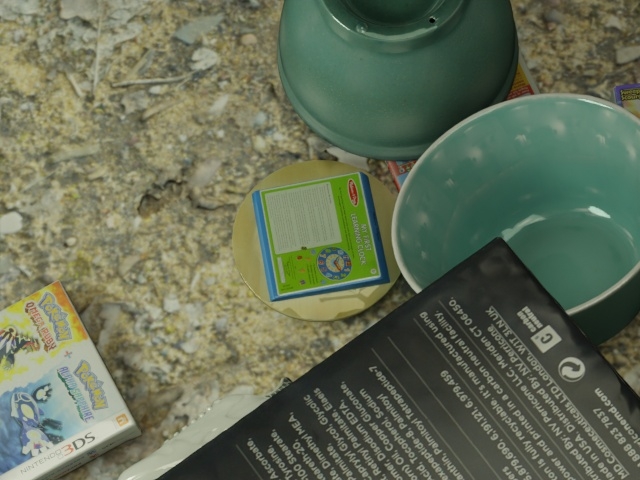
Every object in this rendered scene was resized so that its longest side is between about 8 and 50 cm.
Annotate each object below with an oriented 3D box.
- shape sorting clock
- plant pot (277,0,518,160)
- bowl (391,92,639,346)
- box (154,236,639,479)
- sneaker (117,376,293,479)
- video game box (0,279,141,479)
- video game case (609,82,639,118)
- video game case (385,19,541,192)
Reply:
[{"bbox_3d":[0.000,0.000,2.037,0.206,0.040,0.206,-2,65,4],"label":"shape sorting clock"},{"bbox_3d":[0.086,-0.263,2.021,0.293,0.196,0.293,-2,69,4],"label":"plant pot"},{"bbox_3d":[0.249,0.007,1.922,0.311,0.163,0.311,-13,49,15],"label":"bowl"},{"bbox_3d":[0.073,0.311,1.680,0.472,0.480,0.297,-36,70,-10],"label":"box"},{"bbox_3d":[-0.120,0.232,1.945,0.235,0.090,0.095,-19,56,-7],"label":"sneaker"},{"bbox_3d":[-0.333,0.176,1.993,0.187,0.048,0.205,-28,70,-9],"label":"video game box"},{"bbox_3d":[0.486,-0.073,2.017,0.269,0.061,0.244,-6,71,2],"label":"video game case"},{"bbox_3d":[0.160,-0.158,2.094,0.204,0.025,0.285,-21,69,-4],"label":"video game case"}]
